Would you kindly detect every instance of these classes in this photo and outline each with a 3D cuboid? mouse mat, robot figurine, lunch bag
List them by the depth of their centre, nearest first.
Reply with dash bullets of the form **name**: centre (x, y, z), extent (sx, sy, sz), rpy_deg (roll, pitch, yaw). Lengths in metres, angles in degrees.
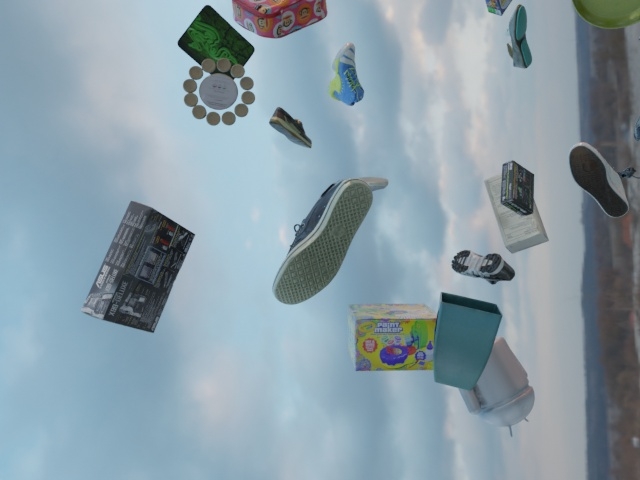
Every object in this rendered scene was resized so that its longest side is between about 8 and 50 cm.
- **mouse mat**: centre (-0.296, -0.556, 1.726), extent (0.190, 0.007, 0.152), rpy_deg (38, -99, -27)
- **robot figurine**: centre (0.563, 0.454, 1.969), extent (0.300, 0.200, 0.353), rpy_deg (-19, -105, -33)
- **lunch bag**: centre (-0.147, -0.797, 2.017), extent (0.293, 0.258, 0.120), rpy_deg (-33, -36, -26)

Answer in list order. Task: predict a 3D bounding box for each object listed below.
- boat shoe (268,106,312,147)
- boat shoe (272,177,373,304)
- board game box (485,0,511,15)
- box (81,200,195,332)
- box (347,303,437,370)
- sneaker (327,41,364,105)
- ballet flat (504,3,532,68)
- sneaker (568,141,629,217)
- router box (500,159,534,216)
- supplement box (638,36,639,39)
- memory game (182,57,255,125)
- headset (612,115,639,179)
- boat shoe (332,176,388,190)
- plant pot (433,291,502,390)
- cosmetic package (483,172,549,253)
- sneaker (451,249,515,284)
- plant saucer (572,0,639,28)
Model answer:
- **boat shoe**: centre (-0.062, -0.266, 1.430), extent (0.152, 0.056, 0.049), rpy_deg (30, -101, -56)
- **boat shoe**: centre (0.000, 0.000, 2.059), extent (0.187, 0.156, 0.500), rpy_deg (29, -82, -24)
- **board game box**: centre (0.395, -0.580, 1.213), extent (0.201, 0.035, 0.136), rpy_deg (-56, -32, -2)
- **box**: centre (-0.473, 0.079, 1.598), extent (0.307, 0.076, 0.242), rpy_deg (-69, -20, -9)
- **box**: centre (0.248, 0.326, 2.073), extent (0.279, 0.290, 0.177), rpy_deg (-118, 28, -86)
- **sneaker**: centre (0.101, -0.526, 1.943), extent (0.091, 0.126, 0.240), rpy_deg (-47, -10, -22)
- **ballet flat**: centre (0.602, -0.625, 1.857), extent (0.072, 0.068, 0.213), rpy_deg (-49, -45, -23)
- **sneaker**: centre (0.886, -0.210, 1.936), extent (0.290, 0.106, 0.123), rpy_deg (49, -141, -19)
- **router box**: centre (0.517, -0.136, 1.577), extent (0.092, 0.038, 0.122), rpy_deg (25, -117, -31)
- **supplement box**: centre (1.064, -0.674, 1.768), extent (0.239, 0.073, 0.130), rpy_deg (-31, -30, -16)
- **memory game**: centre (-0.257, -0.377, 1.530), extent (0.012, 0.186, 0.186), rpy_deg (131, 142, -77)
- **headset**: centre (1.226, -0.358, 2.183), extent (0.394, 0.243, 0.185), rpy_deg (-43, -4, -11)
- **boat shoe**: centre (0.163, -0.206, 2.422), extent (0.079, 0.227, 0.081), rpy_deg (-63, -33, -63)
- **plant pot**: centre (0.395, 0.287, 1.694), extent (0.166, 0.165, 0.234), rpy_deg (-26, -53, -77)
- **cosmetic package**: centre (0.787, -0.123, 2.425), extent (0.113, 0.160, 0.309), rpy_deg (28, -133, -55)
- **sneaker**: centre (0.467, 0.083, 1.725), extent (0.106, 0.234, 0.078), rpy_deg (32, -100, -19)
- **plant saucer**: centre (0.769, -0.670, 1.544), extent (0.037, 0.241, 0.241), rpy_deg (-67, -34, -52)
